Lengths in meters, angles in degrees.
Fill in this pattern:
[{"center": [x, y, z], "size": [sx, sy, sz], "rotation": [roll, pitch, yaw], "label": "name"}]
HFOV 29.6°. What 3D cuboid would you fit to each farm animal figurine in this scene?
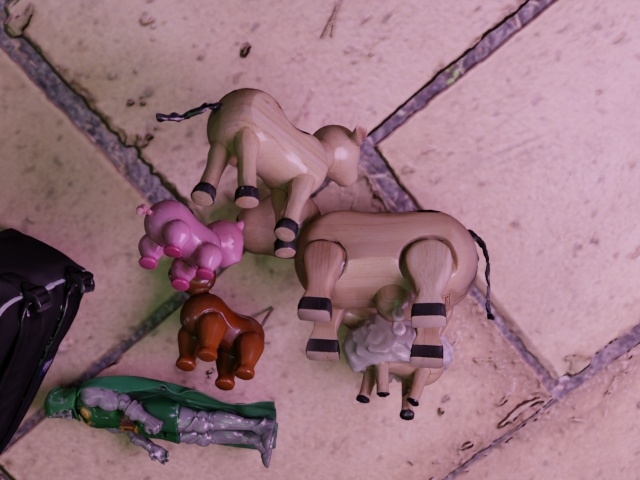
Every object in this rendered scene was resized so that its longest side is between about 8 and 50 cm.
[{"center": [0.000, 0.000, 1.095], "size": [0.326, 0.172, 0.330], "rotation": [13, 144, -6], "label": "farm animal figurine"}]

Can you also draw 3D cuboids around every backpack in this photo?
[{"center": [-0.349, 0.118, 1.110], "size": [0.191, 0.225, 0.254], "rotation": [23, 103, 7], "label": "backpack"}]

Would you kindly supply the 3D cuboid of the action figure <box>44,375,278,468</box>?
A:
[{"center": [-0.161, 0.178, 1.204], "size": [0.232, 0.063, 0.137], "rotation": [9, 148, 4], "label": "action figure"}]
